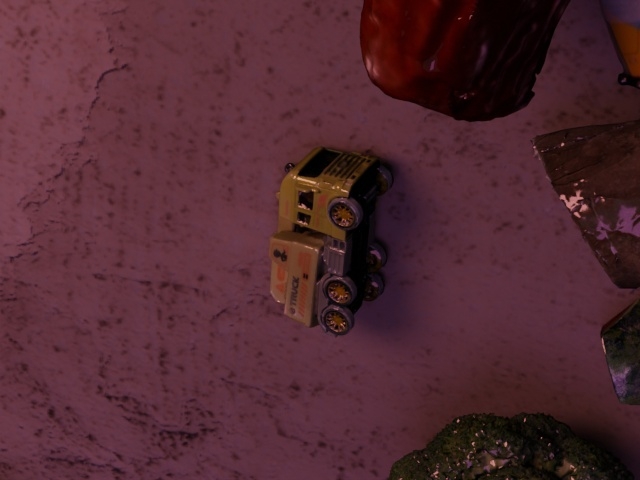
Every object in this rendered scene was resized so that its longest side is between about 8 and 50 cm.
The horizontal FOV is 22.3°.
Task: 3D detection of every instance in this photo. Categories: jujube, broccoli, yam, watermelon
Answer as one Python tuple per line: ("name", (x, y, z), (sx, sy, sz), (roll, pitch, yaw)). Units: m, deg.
("jujube", (0.111, -0.249, 1.099), (0.216, 0.216, 0.342), (9, 116, 9))
("broccoli", (0.167, 0.285, 1.434), (0.270, 0.270, 0.270), (22, 148, 15))
("yam", (0.299, -0.046, 1.264), (0.254, 0.154, 0.154), (-12, 117, 18))
("watermelon", (0.278, 0.105, 1.409), (0.084, 0.092, 0.072), (27, 162, 7))

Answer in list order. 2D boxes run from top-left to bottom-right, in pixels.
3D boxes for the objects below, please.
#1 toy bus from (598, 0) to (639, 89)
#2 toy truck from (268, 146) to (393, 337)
("toy bus", (0.358, -0.222, 1.091), (0.386, 0.171, 0.162), (-9, 109, 44))
("toy truck", (0.000, 0.000, 1.415), (0.100, 0.077, 0.169), (17, 127, 20))
